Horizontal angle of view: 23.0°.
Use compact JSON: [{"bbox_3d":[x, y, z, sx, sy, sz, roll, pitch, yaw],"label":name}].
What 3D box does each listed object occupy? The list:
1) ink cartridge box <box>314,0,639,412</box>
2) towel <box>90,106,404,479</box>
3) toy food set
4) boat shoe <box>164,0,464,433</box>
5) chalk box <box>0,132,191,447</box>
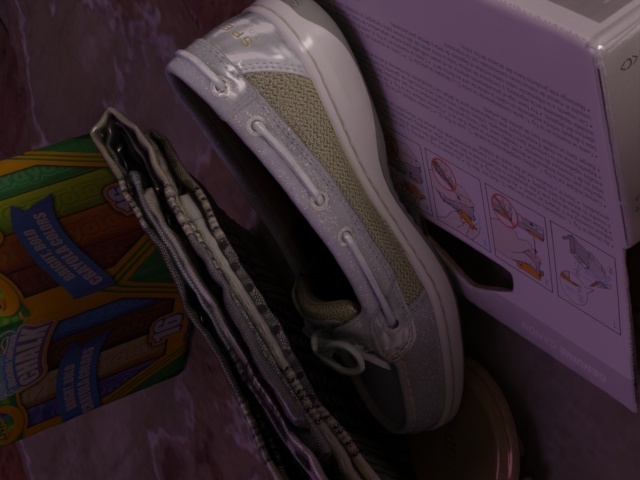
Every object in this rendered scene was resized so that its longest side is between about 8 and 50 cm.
[{"bbox_3d":[0.094,-0.072,0.936,0.296,0.066,0.261,35,152,44],"label":"ink cartridge box"},{"bbox_3d":[-0.024,0.076,1.084,0.312,0.056,0.324,60,-176,19],"label":"towel"},{"bbox_3d":[0.102,0.139,1.084,0.132,0.038,0.192,-56,49,48],"label":"toy food set"},{"bbox_3d":[0.001,0.000,1.005,0.118,0.103,0.320,27,143,53],"label":"boat shoe"},{"bbox_3d":[-0.275,0.054,1.366,0.180,0.289,0.179,49,144,30],"label":"chalk box"}]
